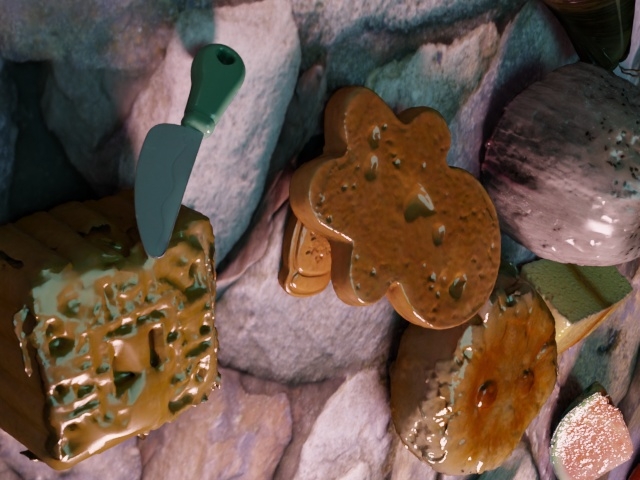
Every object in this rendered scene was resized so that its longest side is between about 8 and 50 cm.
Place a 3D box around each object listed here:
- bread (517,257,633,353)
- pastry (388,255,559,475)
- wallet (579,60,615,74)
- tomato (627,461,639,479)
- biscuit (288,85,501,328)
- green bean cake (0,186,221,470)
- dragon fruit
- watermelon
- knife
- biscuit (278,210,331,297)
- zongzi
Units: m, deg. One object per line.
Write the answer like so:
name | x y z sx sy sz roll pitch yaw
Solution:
bread | 0.391 0.115 1.792 0.240 0.135 0.178 -18 153 -44
pastry | 0.221 0.194 1.544 0.329 0.136 0.330 -20 119 -40
wallet | 0.464 -0.200 1.730 0.255 0.031 0.137 26 86 -51
tomato | 0.759 0.543 2.312 0.338 0.143 0.338 -29 131 -39
biscuit | 0.105 -0.030 1.324 0.355 0.052 0.275 35 69 -37
green bean cake | -0.207 0.083 1.013 0.224 0.131 0.230 -23 122 -39
dragon fruit | 0.371 -0.089 1.497 0.204 0.221 0.283 -4 124 -44
watermelon | 0.477 0.362 1.957 0.146 0.128 0.231 -29 117 -4
knife | -0.134 -0.096 1.014 0.063 0.034 0.260 29 53 -13
biscuit | 0.001 0.000 1.298 0.118 0.023 0.140 -11 114 -45
zongzi | 0.349 -0.318 1.511 0.241 0.111 0.248 -24 132 -19
